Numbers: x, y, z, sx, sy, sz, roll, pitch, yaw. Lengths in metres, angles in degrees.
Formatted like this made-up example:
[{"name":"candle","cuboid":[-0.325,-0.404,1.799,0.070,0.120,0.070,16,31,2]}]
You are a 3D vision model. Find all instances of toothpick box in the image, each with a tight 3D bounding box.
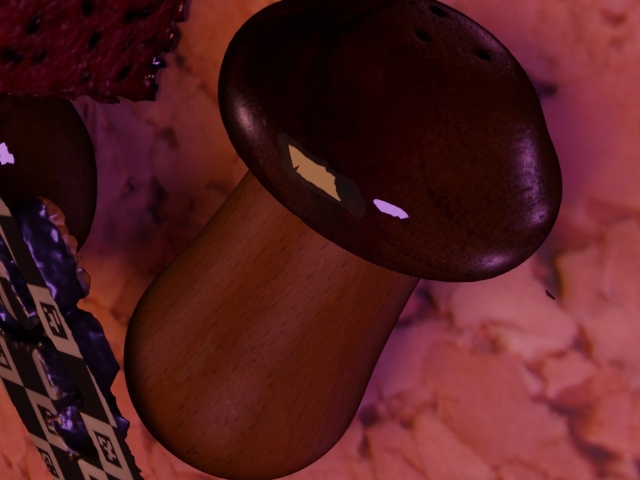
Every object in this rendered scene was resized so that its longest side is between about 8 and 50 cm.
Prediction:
[{"name":"toothpick box","cuboid":[0.000,0.000,0.614,0.192,0.192,0.294,49,129,20]}]

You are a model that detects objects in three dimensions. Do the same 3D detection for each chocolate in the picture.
[{"name":"chocolate","cuboid":[-0.243,-0.053,0.797,0.177,0.177,0.177,8,103,36]}]

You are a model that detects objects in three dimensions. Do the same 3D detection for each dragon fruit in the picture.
[{"name":"dragon fruit","cuboid":[-0.201,-0.172,0.688,0.302,0.330,0.240,-28,103,35]}]

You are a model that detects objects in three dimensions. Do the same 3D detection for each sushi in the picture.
[{"name":"sushi","cuboid":[-0.176,0.038,0.679,0.192,0.043,0.279,-20,98,58]}]
